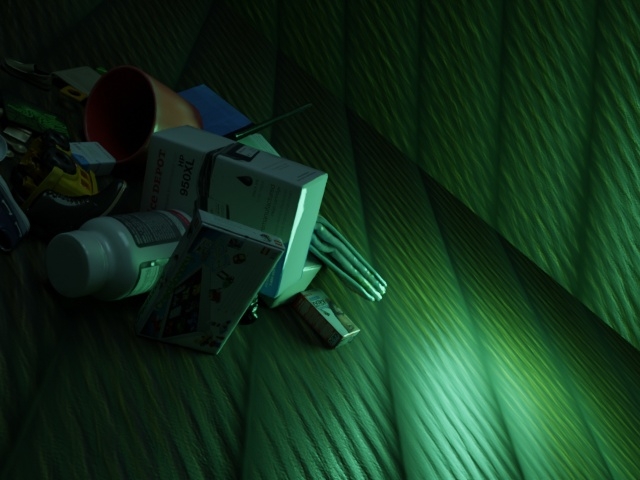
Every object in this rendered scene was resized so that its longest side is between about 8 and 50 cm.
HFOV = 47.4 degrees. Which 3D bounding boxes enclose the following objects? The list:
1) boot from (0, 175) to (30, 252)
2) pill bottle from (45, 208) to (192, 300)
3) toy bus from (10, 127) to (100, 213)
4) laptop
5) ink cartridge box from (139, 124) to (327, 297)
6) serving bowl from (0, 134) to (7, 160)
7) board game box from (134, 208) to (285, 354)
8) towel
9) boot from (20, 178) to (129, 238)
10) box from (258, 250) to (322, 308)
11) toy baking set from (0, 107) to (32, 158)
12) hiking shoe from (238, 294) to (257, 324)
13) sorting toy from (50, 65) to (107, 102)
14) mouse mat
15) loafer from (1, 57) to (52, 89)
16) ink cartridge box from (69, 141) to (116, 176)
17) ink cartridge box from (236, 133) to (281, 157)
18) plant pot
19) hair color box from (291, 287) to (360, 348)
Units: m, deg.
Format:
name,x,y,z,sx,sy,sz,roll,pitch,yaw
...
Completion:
name,x,y,z,sx,sy,sz,roll,pitch,yaw
boot,-0.662,-0.069,1.468,0.190,0.069,0.086,59,17,-27
pill bottle,-0.411,0.031,1.550,0.176,0.176,0.319,44,26,19
toy bus,-0.583,-0.129,1.684,0.211,0.149,0.220,33,19,-38
laptop,-0.322,-0.415,2.294,0.382,0.408,0.236,-35,103,-47
ink cartridge box,-0.218,-0.076,1.729,0.395,0.285,0.166,20,22,16
serving bowl,-0.773,-0.215,1.691,0.083,0.027,0.083,19,63,-41
board game box,-0.231,0.094,1.506,0.193,0.305,0.053,21,26,-30
towel,0.000,0.000,2.023,0.374,0.090,0.320,46,-3,-35
boot,-0.522,-0.088,1.565,0.137,0.198,0.077,46,-12,-27
box,-0.161,0.018,1.926,0.311,0.148,0.121,46,26,20
toy baking set,-0.821,-0.278,1.766,0.256,0.030,0.196,14,32,-38
hiking shoe,-0.190,0.150,1.752,0.114,0.086,0.227,55,32,6
sorting toy,-0.701,-0.464,2.235,0.196,0.047,0.347,32,24,4
mouse mat,-0.751,-0.324,1.930,0.190,0.007,0.152,25,24,-45
loafer,-0.839,-0.488,2.096,0.148,0.050,0.056,25,27,-22
ink cartridge box,-0.606,-0.209,1.885,0.088,0.052,0.122,43,27,17
ink cartridge box,-0.185,-0.257,2.481,0.330,0.071,0.324,0,41,-49
plant pot,-0.477,-0.322,2.037,0.275,0.275,0.243,48,17,25
hair color box,0.014,0.203,1.921,0.167,0.053,0.093,46,26,20
